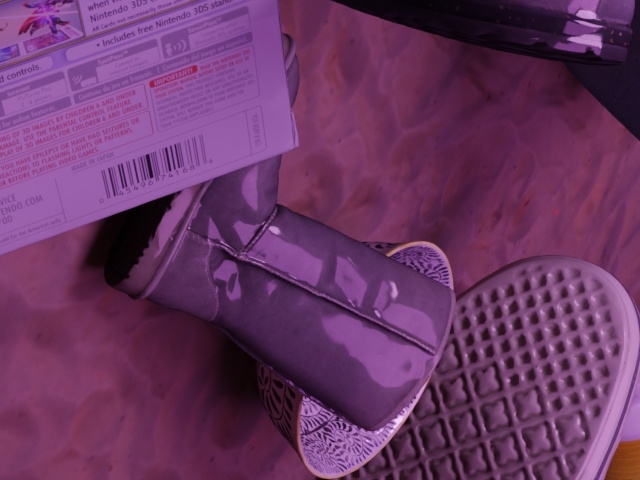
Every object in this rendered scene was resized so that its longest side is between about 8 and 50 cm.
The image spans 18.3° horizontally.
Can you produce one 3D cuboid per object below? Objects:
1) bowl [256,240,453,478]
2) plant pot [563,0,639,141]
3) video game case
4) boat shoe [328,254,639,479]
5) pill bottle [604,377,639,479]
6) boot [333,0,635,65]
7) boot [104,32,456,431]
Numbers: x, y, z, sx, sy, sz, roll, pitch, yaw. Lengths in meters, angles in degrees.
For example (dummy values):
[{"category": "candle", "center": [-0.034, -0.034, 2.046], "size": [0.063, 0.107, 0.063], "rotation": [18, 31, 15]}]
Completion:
[{"category": "bowl", "center": [0.007, 0.064, 1.310], "size": [0.170, 0.080, 0.170], "rotation": [-40, 144, -38]}, {"category": "plant pot", "center": [0.259, -0.222, 1.290], "size": [0.247, 0.252, 0.248], "rotation": [-44, 164, -33]}, {"category": "video game case", "center": [-0.151, -0.093, 0.809], "size": [0.270, 0.061, 0.244], "rotation": [-21, 142, -12]}, {"category": "boat shoe", "center": [0.096, 0.229, 1.493], "size": [0.156, 0.187, 0.500], "rotation": [-6, 124, -59]}, {"category": "pill bottle", "center": [0.275, 0.155, 1.797], "size": [0.103, 0.103, 0.184], "rotation": [-49, 149, -25]}, {"category": "boot", "center": [0.040, -0.222, 0.898], "size": [0.118, 0.338, 0.222], "rotation": [10, 108, -43]}, {"category": "boot", "center": [0.000, -0.002, 1.158], "size": [0.208, 0.076, 0.189], "rotation": [27, 102, -24]}]
